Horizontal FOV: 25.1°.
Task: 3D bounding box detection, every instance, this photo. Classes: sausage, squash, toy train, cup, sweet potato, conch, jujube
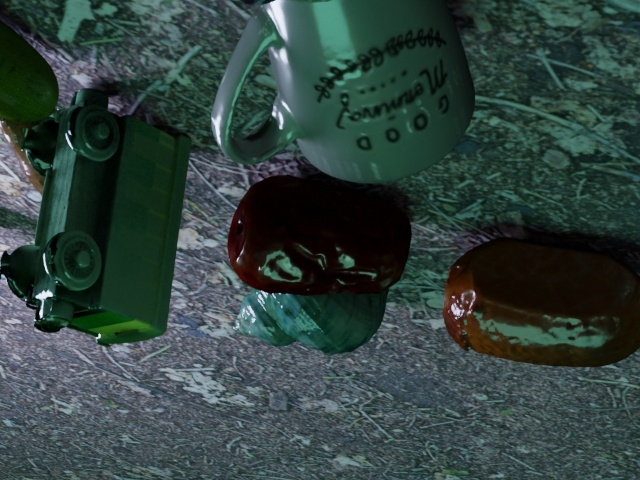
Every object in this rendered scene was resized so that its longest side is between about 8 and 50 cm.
[{"bbox_3d":[0.289,0.082,1.820,0.268,0.153,0.141,6,153,13],"label":"sausage"},{"bbox_3d":[-0.435,-0.243,1.576,0.101,0.101,0.379,-14,144,44],"label":"squash"},{"bbox_3d":[-0.263,-0.024,1.719,0.120,0.301,0.202,-12,154,39],"label":"toy train"},{"bbox_3d":[0.003,-0.176,1.358,0.258,0.186,0.234,-31,142,-3],"label":"cup"},{"bbox_3d":[-0.346,-0.081,1.897,0.072,0.066,0.314,-2,148,14],"label":"sweet potato"},{"bbox_3d":[-0.018,0.093,2.009,0.202,0.134,0.196,5,151,15],"label":"conch"},{"bbox_3d":[0.000,0.000,1.806,0.230,0.155,0.155,9,154,-5],"label":"jujube"}]

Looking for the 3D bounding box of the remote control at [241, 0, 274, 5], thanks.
[{"bbox_3d":[0.040,-0.266,1.217,0.266,0.066,0.090,-20,-168,1],"label":"remote control"}]
